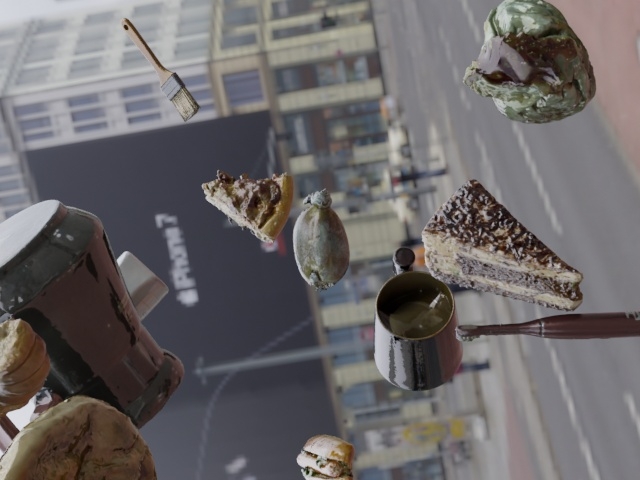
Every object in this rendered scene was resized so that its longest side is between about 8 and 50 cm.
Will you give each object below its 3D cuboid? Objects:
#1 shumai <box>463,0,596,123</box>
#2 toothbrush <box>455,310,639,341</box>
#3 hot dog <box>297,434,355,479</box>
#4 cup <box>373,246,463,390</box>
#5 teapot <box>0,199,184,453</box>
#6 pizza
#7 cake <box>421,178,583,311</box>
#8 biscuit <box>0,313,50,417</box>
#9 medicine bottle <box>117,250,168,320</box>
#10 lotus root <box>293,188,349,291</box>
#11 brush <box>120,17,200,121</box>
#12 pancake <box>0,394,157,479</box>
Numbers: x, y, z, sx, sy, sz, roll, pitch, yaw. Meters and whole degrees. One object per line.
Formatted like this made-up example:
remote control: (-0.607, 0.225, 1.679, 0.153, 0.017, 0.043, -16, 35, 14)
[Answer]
shumai: (0.259, -0.211, 1.601, 0.184, 0.142, 0.184, 37, 141, 37)
toothbrush: (0.376, 0.124, 1.767, 0.041, 0.364, 0.041, -3, -90, -88)
hot dog: (0.009, 0.395, 2.172, 0.249, 0.068, 0.100, 153, 118, -76)
cup: (0.152, 0.134, 2.239, 0.239, 0.166, 0.177, 52, 166, 30)
teapot: (-0.414, 0.167, 1.925, 0.362, 0.305, 0.376, 54, -144, -20)
pizza: (-0.151, -0.089, 2.481, 0.069, 0.194, 0.154, 70, -144, -71)
cake: (0.258, 0.039, 1.818, 0.246, 0.135, 0.112, 46, 166, 33)
biscuit: (-0.386, 0.164, 1.440, 0.118, 0.183, 0.061, 46, -155, -33)
medicine bottle: (-0.406, 0.160, 2.191, 0.111, 0.296, 0.161, 40, 173, 8)
lotus root: (0.000, 0.000, 1.957, 0.088, 0.088, 0.165, -83, -13, -80)
brush: (-0.228, -0.243, 1.734, 0.170, 0.043, 0.014, 53, -132, 0)
pancake: (-0.331, 0.404, 1.674, 0.387, 0.082, 0.387, -10, -78, -59)
